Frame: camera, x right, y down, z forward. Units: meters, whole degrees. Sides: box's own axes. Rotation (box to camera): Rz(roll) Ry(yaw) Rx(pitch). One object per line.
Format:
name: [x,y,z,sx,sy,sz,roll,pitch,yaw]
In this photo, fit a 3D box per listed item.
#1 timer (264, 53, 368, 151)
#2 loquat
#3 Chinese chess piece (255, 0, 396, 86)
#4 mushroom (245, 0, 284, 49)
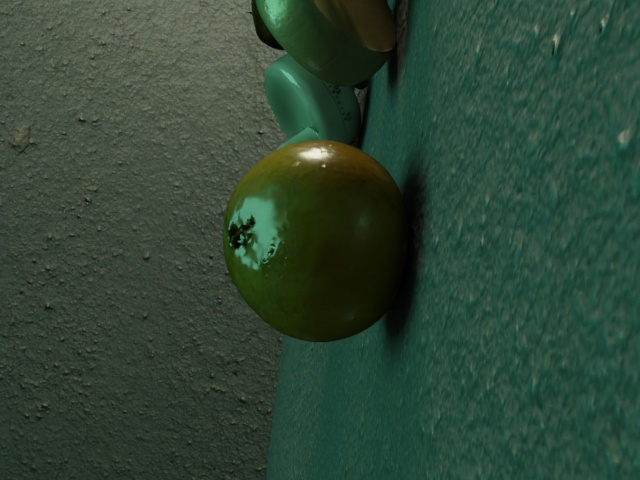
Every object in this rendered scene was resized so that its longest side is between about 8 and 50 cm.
timer: [-0.033,-0.261,1.655,0.233,0.240,0.233,48,161,22]
loquat: [0.000,0.000,1.068,0.263,0.262,0.263,-173,90,-84]
Chinese chess piece: [0.013,-0.370,1.321,0.103,0.249,0.250,-37,35,35]
mushroom: [-0.051,-0.518,1.629,0.278,0.163,0.297,118,170,-67]
